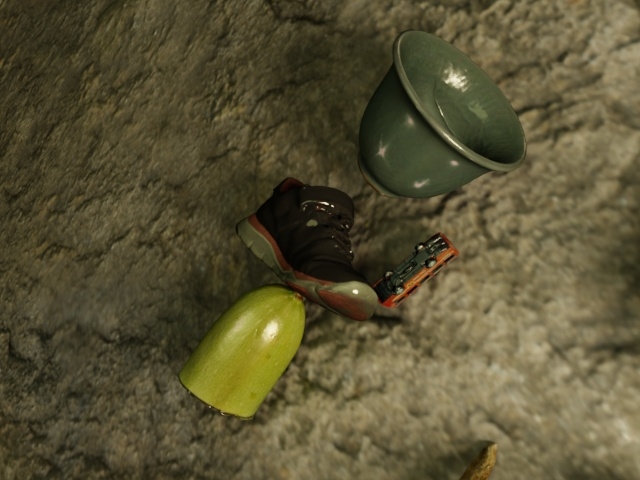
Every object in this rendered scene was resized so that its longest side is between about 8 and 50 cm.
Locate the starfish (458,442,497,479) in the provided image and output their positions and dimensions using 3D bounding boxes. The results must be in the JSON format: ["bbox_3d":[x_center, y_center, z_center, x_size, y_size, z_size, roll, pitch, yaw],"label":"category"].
[{"bbox_3d":[0.141,0.295,0.565,0.236,0.062,0.277,-56,15,-25],"label":"starfish"}]

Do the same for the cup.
[{"bbox_3d":[0.118,-0.123,0.731,0.150,0.199,0.199,-42,50,40],"label":"cup"}]

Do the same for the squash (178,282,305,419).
[{"bbox_3d":[-0.091,0.134,0.814,0.187,0.123,0.123,-54,49,9],"label":"squash"}]

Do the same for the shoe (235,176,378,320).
[{"bbox_3d":[0.000,0.000,0.797,0.137,0.114,0.291,-55,39,4],"label":"shoe"}]

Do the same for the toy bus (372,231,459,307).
[{"bbox_3d":[0.114,0.037,0.741,0.110,0.043,0.031,-42,55,15],"label":"toy bus"}]
